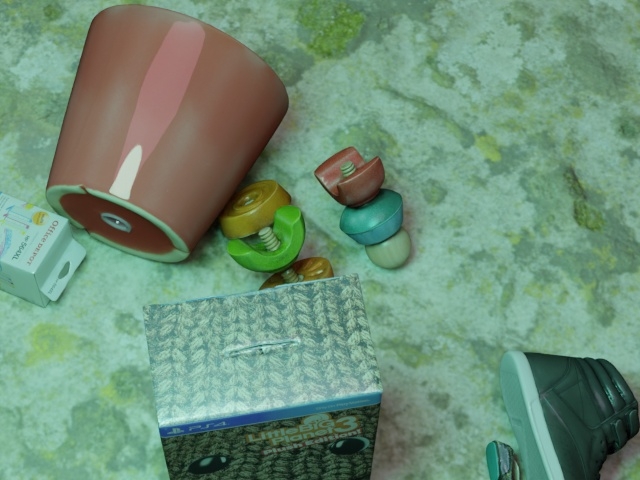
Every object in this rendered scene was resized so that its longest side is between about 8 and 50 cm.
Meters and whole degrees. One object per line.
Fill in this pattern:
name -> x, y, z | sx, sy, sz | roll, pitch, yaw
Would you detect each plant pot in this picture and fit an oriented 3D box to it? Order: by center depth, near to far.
plant pot -> -0.210, -0.122, 1.729 | 0.275, 0.275, 0.243 | 19, 71, 10

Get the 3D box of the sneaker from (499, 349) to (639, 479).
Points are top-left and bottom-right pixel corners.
sneaker -> 0.313, 0.258, 1.586 | 0.147, 0.104, 0.296 | -5, 64, -12

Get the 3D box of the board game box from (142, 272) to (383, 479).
board game box -> -0.062, 0.182, 1.516 | 0.232, 0.291, 0.141 | -9, 60, -5

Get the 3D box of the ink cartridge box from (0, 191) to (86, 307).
ink cartridge box -> -0.378, 0.010, 1.729 | 0.143, 0.090, 0.092 | 20, 61, 11

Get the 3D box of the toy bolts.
toy bolts -> 0.000, 0.000, 1.746 | 0.228, 0.158, 0.218 | -33, 24, -8

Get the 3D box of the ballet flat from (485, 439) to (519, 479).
ballet flat -> 0.216, 0.290, 1.605 | 0.041, 0.041, 0.114 | 3, 61, 1
